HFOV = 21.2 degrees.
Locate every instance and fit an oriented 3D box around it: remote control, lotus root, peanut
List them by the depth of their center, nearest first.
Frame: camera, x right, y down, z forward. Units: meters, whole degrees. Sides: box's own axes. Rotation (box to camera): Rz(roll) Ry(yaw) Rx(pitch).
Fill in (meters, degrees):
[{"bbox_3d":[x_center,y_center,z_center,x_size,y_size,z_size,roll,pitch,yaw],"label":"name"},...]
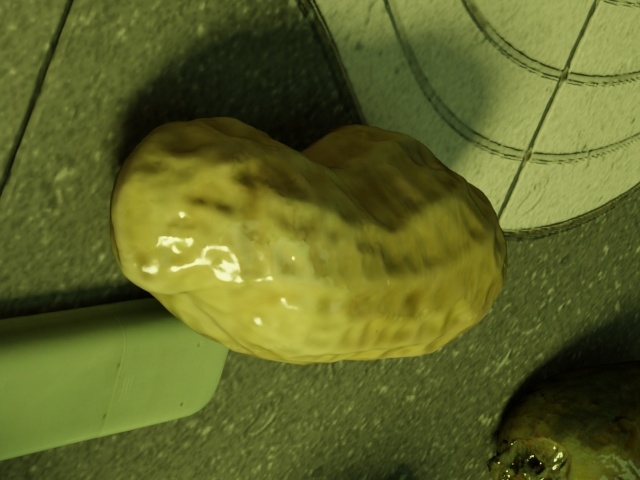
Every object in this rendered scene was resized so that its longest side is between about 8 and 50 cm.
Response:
[{"bbox_3d":[-0.165,0.084,0.983,0.309,0.038,0.090,-9,122,-49],"label":"remote control"},{"bbox_3d":[0.000,0.000,1.037,0.325,0.140,0.153,13,88,-50],"label":"peanut"},{"bbox_3d":[0.269,0.191,1.513,0.275,0.152,0.160,-7,114,-51],"label":"lotus root"}]
